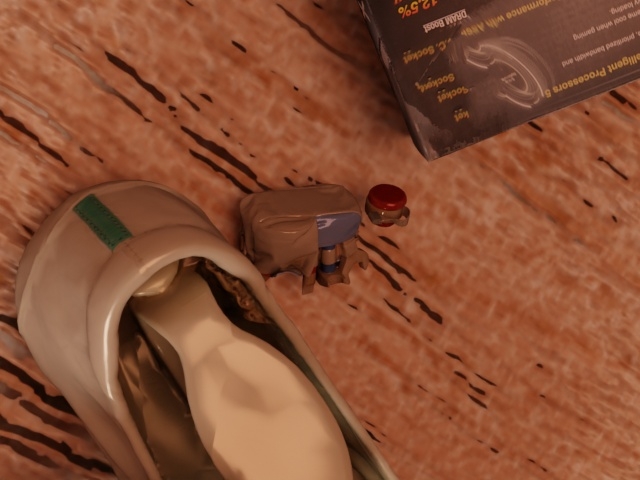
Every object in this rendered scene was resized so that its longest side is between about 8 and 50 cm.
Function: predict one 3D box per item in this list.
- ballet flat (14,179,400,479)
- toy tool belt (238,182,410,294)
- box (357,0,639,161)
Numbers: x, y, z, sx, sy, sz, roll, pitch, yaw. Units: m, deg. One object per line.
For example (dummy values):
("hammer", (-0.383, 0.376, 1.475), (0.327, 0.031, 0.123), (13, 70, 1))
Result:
("ballet flat", (0.000, 0.149, 0.513), (0.139, 0.139, 0.400), (-37, 108, -16))
("toy tool belt", (0.000, 0.000, 0.548), (0.083, 0.052, 0.051), (-7, 129, -19))
("box", (0.145, -0.205, 0.506), (0.307, 0.076, 0.242), (-22, 105, 5))
